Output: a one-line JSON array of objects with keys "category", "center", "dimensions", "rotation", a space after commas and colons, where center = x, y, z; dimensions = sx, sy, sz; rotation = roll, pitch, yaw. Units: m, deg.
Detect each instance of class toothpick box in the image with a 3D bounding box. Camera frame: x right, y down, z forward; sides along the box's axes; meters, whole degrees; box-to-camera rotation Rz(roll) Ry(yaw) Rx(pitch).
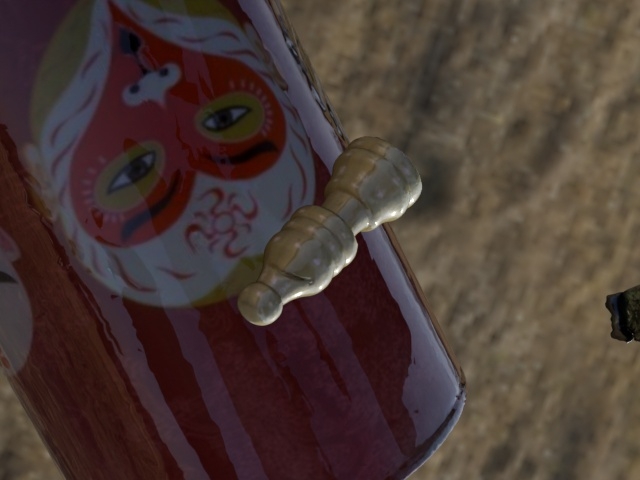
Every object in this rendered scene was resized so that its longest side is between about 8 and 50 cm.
[{"category": "toothpick box", "center": [-0.088, -0.031, 0.877], "dimensions": [0.204, 0.204, 0.333], "rotation": [-42, 111, -46]}]

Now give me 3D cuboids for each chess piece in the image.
[{"category": "chess piece", "center": [0.000, 0.000, 0.716], "dimensions": [0.092, 0.035, 0.035], "rotation": [-48, 148, -33]}]

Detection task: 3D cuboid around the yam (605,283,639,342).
[{"category": "yam", "center": [0.164, 0.023, 0.636], "dimensions": [0.027, 0.130, 0.033], "rotation": [84, 0, -64]}]
